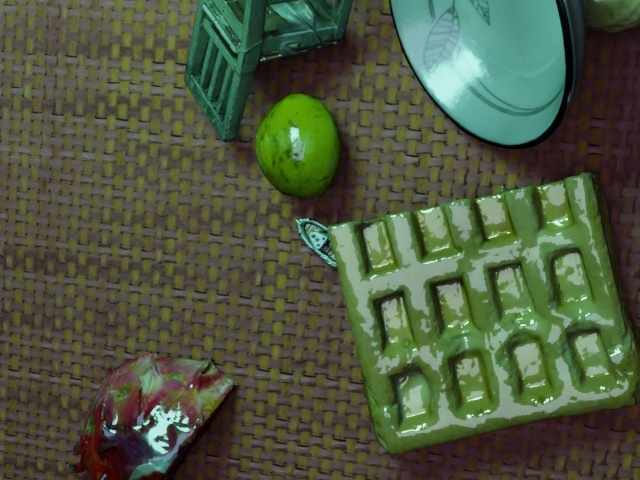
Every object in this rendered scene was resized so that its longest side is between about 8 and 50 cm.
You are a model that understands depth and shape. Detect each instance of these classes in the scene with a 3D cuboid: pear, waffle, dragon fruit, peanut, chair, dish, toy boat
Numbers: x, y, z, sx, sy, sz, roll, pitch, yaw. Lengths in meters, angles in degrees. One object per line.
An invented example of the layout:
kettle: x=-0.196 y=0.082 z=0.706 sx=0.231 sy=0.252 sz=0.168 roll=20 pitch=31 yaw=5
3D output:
pear: x=-0.027 y=-0.113 z=1.302 sx=0.107 sy=0.107 sz=0.131 roll=1 pitch=89 yaw=13
waffle: x=0.200 y=0.091 z=1.274 sx=0.348 sy=0.077 sz=0.304 roll=-14 pitch=94 yaw=11
dragon fruit: x=-0.252 y=0.253 z=1.378 sx=0.161 sy=0.126 sz=0.274 roll=38 pitch=102 yaw=7
peanut: x=0.324 y=-0.309 z=1.197 sx=0.159 sy=0.109 sz=0.140 roll=35 pitch=100 yaw=9
chair: x=-0.061 y=-0.268 z=1.277 sx=0.136 sy=0.147 sz=0.270 roll=56 pitch=149 yaw=33
dish: x=0.205 y=-0.264 z=1.185 sx=0.106 sy=0.316 sz=0.316 roll=-25 pitch=89 yaw=-23
toy boat: x=0.000 y=0.000 z=1.342 sx=0.083 sy=0.038 sz=0.038 roll=40 pitch=103 yaw=6
